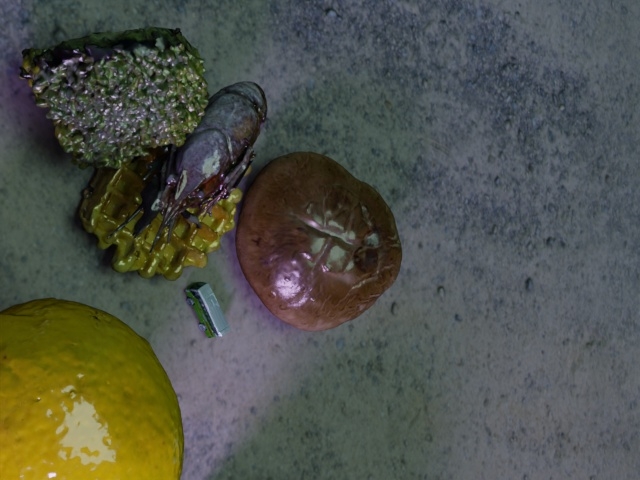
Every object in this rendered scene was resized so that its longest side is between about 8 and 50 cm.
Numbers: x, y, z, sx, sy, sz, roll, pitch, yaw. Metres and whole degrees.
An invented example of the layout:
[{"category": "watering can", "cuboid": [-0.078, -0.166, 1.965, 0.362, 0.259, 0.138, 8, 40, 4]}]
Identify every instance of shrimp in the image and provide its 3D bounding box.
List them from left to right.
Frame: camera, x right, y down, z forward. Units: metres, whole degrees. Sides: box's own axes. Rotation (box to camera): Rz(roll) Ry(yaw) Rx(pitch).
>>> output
[{"category": "shrimp", "cuboid": [-0.171, -0.095, 1.781, 0.116, 0.145, 0.343, 40, 51, -7]}]

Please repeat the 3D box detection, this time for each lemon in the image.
[{"category": "lemon", "cuboid": [-0.320, 0.236, 1.572, 0.336, 0.336, 0.336, 6, 81, -42]}]

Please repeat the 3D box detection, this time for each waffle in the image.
[{"category": "waffle", "cuboid": [-0.226, -0.086, 1.858, 0.309, 0.065, 0.283, -20, 100, -46]}]

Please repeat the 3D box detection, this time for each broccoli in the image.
[{"category": "broccoli", "cuboid": [-0.269, -0.190, 1.742, 0.243, 0.273, 0.180, -7, 100, -2]}]

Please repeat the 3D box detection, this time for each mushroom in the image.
[{"category": "mushroom", "cuboid": [0.000, 0.000, 1.992, 0.278, 0.146, 0.278, 1, 87, -21]}]

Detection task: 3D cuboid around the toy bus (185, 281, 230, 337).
[{"category": "toy bus", "cuboid": [-0.165, 0.101, 1.905, 0.031, 0.037, 0.083, -35, 108, -40]}]
